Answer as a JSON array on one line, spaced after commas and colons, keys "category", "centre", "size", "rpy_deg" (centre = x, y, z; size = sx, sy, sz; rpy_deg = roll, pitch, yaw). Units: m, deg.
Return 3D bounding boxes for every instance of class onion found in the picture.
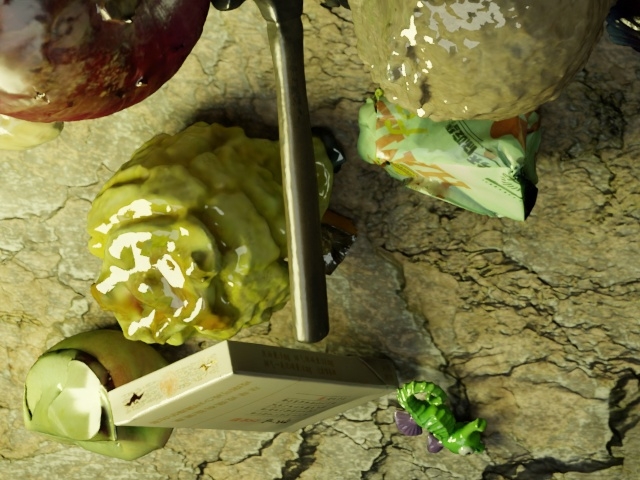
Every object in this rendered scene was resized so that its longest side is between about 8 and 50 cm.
[{"category": "onion", "centre": [-0.301, -0.297, 1.563], "size": [0.385, 0.348, 0.348], "rpy_deg": [13, 147, 53]}]

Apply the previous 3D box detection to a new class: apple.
[{"category": "apple", "centre": [-0.303, 0.214, 2.090], "size": [0.188, 0.174, 0.207], "rpy_deg": [7, 146, 44]}]

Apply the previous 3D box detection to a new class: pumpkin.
[{"category": "pumpkin", "centre": [0.000, 0.000, 1.905], "size": [0.074, 0.054, 0.083], "rpy_deg": [22, 128, -14]}]

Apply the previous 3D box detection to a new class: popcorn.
[{"category": "popcorn", "centre": [-0.140, 0.004, 1.812], "size": [0.293, 0.237, 0.293], "rpy_deg": [9, 129, 11]}]

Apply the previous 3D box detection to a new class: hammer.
[{"category": "hammer", "centre": [-0.030, -0.092, 1.689], "size": [0.044, 0.168, 0.440], "rpy_deg": [21, 122, 49]}]

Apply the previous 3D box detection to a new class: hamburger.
[{"category": "hamburger", "centre": [0.151, -0.106, 1.721], "size": [0.214, 0.125, 0.235], "rpy_deg": [15, 175, 18]}]

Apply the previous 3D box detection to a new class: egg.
[{"category": "egg", "centre": [0.159, -0.246, 1.501], "size": [0.279, 0.279, 0.310], "rpy_deg": [5, 147, 8]}]

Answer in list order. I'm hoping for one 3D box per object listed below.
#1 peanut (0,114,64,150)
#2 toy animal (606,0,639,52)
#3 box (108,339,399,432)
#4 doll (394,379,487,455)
[{"category": "peanut", "centre": [-0.438, -0.187, 1.787], "size": [0.290, 0.130, 0.130], "rpy_deg": [18, 133, 0]}, {"category": "toy animal", "centre": [0.360, -0.249, 1.515], "size": [0.116, 0.179, 0.218], "rpy_deg": [3, 139, -25]}, {"category": "box", "centre": [-0.078, 0.197, 1.969], "size": [0.204, 0.051, 0.365], "rpy_deg": [-26, 158, 30]}, {"category": "doll", "centre": [0.168, 0.249, 2.086], "size": [0.115, 0.050, 0.190], "rpy_deg": [-21, 134, 33]}]
